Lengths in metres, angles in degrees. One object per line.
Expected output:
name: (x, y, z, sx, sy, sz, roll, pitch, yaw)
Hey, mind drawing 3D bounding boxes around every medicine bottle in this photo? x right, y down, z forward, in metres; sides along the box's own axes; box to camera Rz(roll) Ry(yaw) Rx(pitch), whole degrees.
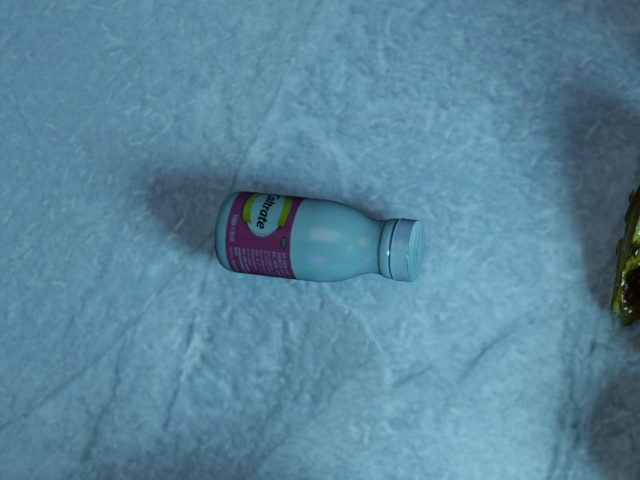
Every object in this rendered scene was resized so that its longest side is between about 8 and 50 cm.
medicine bottle: (0.000, 0.000, 1.754, 0.216, 0.090, 0.090, 6, 71, 19)

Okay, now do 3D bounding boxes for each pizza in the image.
pizza: (0.344, -0.004, 1.650, 0.069, 0.154, 0.194, 14, 95, 3)
